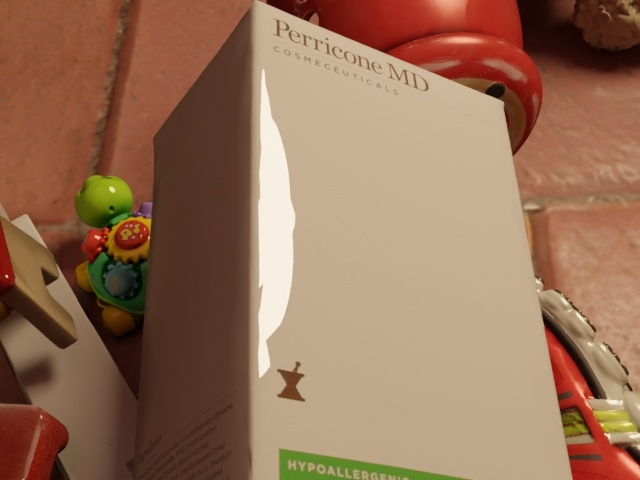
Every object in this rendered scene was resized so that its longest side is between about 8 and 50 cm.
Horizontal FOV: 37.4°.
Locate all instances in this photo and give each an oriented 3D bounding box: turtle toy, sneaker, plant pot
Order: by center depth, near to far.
[{"bbox_3d":[0.138,0.123,0.575,0.118,0.107,0.279,-32,53,-7],"label":"sneaker"},{"bbox_3d":[-0.142,0.004,0.712,0.095,0.066,0.130,-30,56,-17],"label":"turtle toy"},{"bbox_3d":[0.065,-0.140,0.726,0.191,0.191,0.174,-12,55,-3],"label":"plant pot"}]

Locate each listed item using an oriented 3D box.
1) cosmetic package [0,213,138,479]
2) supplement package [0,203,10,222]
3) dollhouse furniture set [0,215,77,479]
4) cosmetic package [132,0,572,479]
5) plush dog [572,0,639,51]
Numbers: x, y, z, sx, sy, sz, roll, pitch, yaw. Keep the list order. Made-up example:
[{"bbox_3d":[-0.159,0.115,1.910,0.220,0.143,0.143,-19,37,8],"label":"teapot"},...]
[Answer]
[{"bbox_3d":[-0.160,0.099,0.623,0.060,0.099,0.239,-31,55,-14],"label":"cosmetic package"},{"bbox_3d":[-0.413,-0.009,0.700,0.204,0.145,0.262,26,59,23],"label":"supplement package"},{"bbox_3d":[-0.313,0.141,0.504,0.374,0.152,0.201,-33,54,5],"label":"dollhouse furniture set"},{"bbox_3d":[0.010,0.072,0.529,0.197,0.155,0.366,15,55,-27],"label":"cosmetic package"},{"bbox_3d":[0.178,-0.300,0.817,0.225,0.210,0.262,-9,73,25],"label":"plush dog"}]
